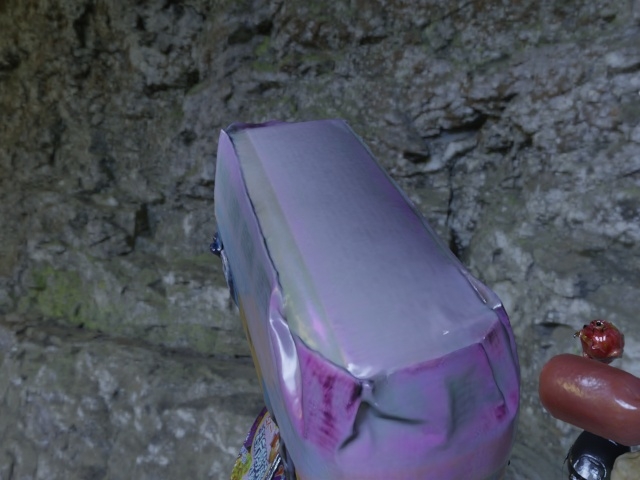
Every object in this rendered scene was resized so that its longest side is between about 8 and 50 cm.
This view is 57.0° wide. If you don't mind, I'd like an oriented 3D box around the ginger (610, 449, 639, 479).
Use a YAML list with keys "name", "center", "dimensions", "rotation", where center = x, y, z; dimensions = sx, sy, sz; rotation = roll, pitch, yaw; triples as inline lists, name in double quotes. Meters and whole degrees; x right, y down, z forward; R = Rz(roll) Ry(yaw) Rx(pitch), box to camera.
- name: "ginger"
  center: [0.352, 0.155, 0.460]
  dimensions: [0.190, 0.354, 0.126]
  rotation: [16, -14, 36]

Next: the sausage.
- name: "sausage"
  center: [0.517, 0.295, 1.105]
  dimensions: [0.148, 0.148, 0.254]
  rotation: [5, 5, -25]

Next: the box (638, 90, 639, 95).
- name: "box"
  center: [0.604, -0.290, 0.963]
  dimensions: [0.198, 0.029, 0.109]
  rotation: [-43, 15, -36]

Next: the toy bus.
- name: "toy bus"
  center: [0.009, 0.037, 0.484]
  dimensions: [0.171, 0.162, 0.386]
  rotation: [-14, 38, -12]

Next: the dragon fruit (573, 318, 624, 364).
- name: "dragon fruit"
  center: [0.847, 0.305, 1.772]
  dimensions: [0.136, 0.166, 0.133]
  rotation: [-26, 40, 7]

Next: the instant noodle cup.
- name: "instant noodle cup"
  center: [-0.036, 0.541, 1.359]
  dimensions: [0.266, 0.340, 0.340]
  rotation: [31, -2, -11]

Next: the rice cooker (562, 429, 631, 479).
- name: "rice cooker"
  center: [0.739, 0.591, 1.573]
  dimensions: [0.142, 0.203, 0.118]
  rotation: [31, -11, 37]
